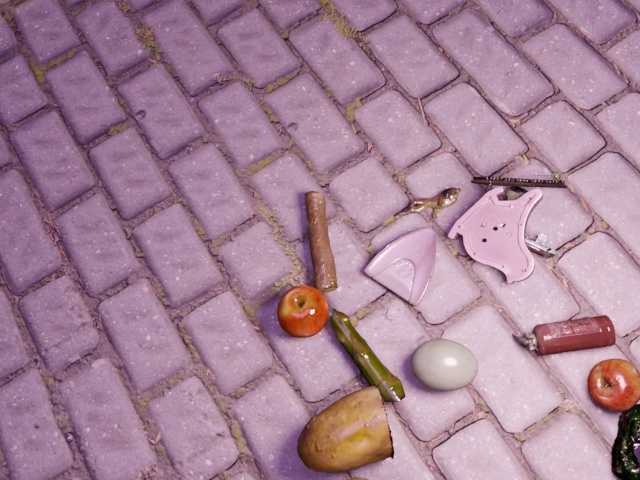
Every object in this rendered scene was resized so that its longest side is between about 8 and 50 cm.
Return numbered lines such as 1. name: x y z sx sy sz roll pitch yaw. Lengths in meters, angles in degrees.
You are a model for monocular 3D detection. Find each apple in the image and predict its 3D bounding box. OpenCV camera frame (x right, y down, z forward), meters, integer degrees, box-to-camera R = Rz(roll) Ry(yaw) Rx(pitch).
1. apple: -0.055 0.224 1.882 0.164 0.139 0.163 -5 55 8
2. apple: 0.833 0.404 1.706 0.131 0.146 0.146 11 62 -37

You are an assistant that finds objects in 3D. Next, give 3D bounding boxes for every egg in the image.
1. egg: 0.644 -0.129 1.966 0.085 0.085 0.110 -21 63 -2
2. egg: 0.362 0.363 1.768 0.192 0.149 0.149 9 70 3

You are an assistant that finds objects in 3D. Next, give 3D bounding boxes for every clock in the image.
1. clock: 0.593 -0.033 1.884 0.290 0.080 0.275 -48 68 12

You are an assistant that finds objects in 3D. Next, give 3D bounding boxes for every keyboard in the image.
1. keyboard: 0.630 -0.183 1.910 0.317 0.106 0.027 0 99 -26

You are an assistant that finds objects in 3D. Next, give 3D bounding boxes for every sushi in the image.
1. sushi: 0.879 0.555 1.648 0.124 0.127 0.225 21 70 14

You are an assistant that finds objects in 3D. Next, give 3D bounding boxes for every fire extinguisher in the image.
1. fire extinguisher: 0.717 0.284 1.794 0.269 0.105 0.104 -9 68 3

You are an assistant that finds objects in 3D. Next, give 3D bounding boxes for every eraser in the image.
1. eraser: 0.290 0.064 1.943 0.204 0.059 0.243 34 79 18

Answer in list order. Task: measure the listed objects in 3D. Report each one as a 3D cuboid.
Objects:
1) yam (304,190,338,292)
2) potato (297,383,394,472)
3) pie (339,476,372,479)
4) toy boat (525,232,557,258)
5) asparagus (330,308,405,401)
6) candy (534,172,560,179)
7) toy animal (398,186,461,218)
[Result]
1. yam: 0.000 0.000 1.993 0.081 0.081 0.356 -8 70 3
2. potato: 0.061 0.547 1.699 0.266 0.229 0.229 -17 68 -5
3. pie: 0.094 0.812 1.666 0.323 0.070 0.323 -2 70 6
4. toy boat: 0.684 0.006 1.920 0.140 0.059 0.066 28 92 15
5. asparagus: 0.132 0.352 1.836 0.082 0.085 0.343 -35 68 -11
6. candy: 0.759 -0.218 2.025 0.083 0.025 0.023 8 27 18
7. toy animal: 0.366 -0.114 2.005 0.220 0.069 0.086 -15 46 -5
